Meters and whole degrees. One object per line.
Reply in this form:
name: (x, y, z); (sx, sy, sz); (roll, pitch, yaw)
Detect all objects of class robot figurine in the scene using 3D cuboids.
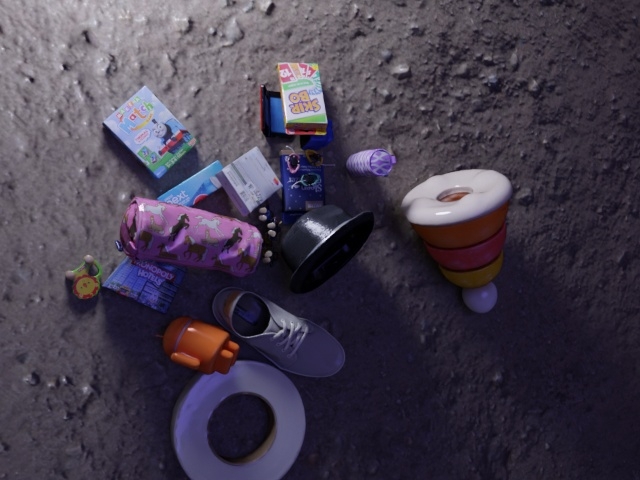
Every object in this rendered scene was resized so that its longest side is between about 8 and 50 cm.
robot figurine: (-0.335, 0.285, 1.796); (0.220, 0.128, 0.158); (23, 66, 6)

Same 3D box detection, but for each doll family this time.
doll family: (-0.152, -0.019, 1.926); (0.076, 0.111, 0.192); (13, 94, 11)

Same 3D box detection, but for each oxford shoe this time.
oxford shoe: (-0.110, 0.277, 1.914); (0.449, 0.130, 0.169); (33, 73, -20)

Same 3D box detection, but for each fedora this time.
fedora: (0.000, 0.000, 1.937); (0.334, 0.334, 0.152); (-40, 72, -20)

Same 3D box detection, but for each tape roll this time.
tape roll: (-0.232, 0.530, 1.877); (0.392, 0.072, 0.391); (1, 87, -24)

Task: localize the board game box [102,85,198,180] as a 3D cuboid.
board game box: (-0.474, -0.300, 1.835); (0.211, 0.039, 0.160); (47, 71, -14)

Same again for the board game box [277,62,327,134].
board game box: (-0.055, -0.425, 1.959); (0.124, 0.039, 0.259); (-2, 64, -13)

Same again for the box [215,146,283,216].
box: (-0.204, -0.173, 1.900); (0.145, 0.038, 0.186); (56, 40, -11)

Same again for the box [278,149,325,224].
box: (-0.053, -0.163, 2.014); (0.137, 0.036, 0.225); (-3, 89, -24)

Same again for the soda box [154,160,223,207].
soda box: (-0.362, -0.141, 1.859); (0.210, 0.067, 0.071); (-36, 101, -21)

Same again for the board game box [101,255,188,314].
board game box: (-0.468, 0.079, 1.805); (0.194, 0.060, 0.194); (28, 77, -20)

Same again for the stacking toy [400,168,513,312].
stacking toy: (0.477, 0.038, 2.127); (0.351, 0.351, 0.479); (-28, 114, -22)

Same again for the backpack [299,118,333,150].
backpack: (-0.017, -0.345, 2.009); (0.101, 0.098, 0.120); (-1, 76, -28)

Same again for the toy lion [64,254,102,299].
toy lion: (-0.625, 0.104, 1.753); (0.100, 0.034, 0.096); (-44, 111, -20)

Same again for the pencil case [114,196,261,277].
pencil case: (-0.342, -0.001, 1.770); (0.386, 0.160, 0.167); (11, 106, -38)

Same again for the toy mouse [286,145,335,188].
toy mouse: (-0.056, -0.211, 1.977); (0.161, 0.031, 0.143); (33, 73, -18)

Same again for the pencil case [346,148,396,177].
pencil case: (0.151, -0.237, 2.016); (0.088, 0.206, 0.086); (-20, 101, -18)

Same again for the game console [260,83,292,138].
game console: (-0.131, -0.386, 1.968); (0.085, 0.124, 0.143); (-2, 87, 3)
